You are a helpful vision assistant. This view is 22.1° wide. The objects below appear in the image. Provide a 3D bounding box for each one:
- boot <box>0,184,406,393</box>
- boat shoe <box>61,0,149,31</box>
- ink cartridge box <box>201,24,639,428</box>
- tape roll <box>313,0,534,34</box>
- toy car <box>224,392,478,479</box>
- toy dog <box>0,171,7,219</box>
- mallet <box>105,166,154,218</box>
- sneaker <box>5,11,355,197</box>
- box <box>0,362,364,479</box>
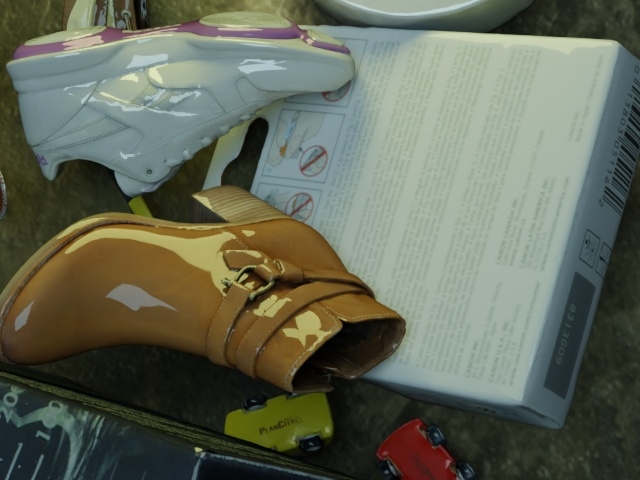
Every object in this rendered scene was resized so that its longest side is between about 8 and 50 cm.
[{"bbox_3d":[-0.094,0.068,1.289,0.220,0.283,0.109,38,133,36],"label":"boot"},{"bbox_3d":[-0.179,-0.265,1.519,0.095,0.095,0.258,4,94,8],"label":"boat shoe"},{"bbox_3d":[0.068,-0.025,1.411,0.385,0.091,0.308,8,76,38],"label":"ink cartridge box"},{"bbox_3d":[0.092,-0.320,1.469,0.286,0.100,0.286,-2,80,10],"label":"tape roll"},{"bbox_3d":[0.055,0.120,1.426,0.239,0.053,0.225,15,78,21],"label":"toy car"},{"bbox_3d":[-0.367,0.006,1.469,0.220,0.161,0.334,-20,78,6],"label":"toy dog"},{"bbox_3d":[-0.171,-0.025,1.490,0.062,0.039,0.190,-48,59,11],"label":"mallet"},{"bbox_3d":[-0.117,-0.120,1.445,0.305,0.114,0.152,-4,105,9],"label":"sneaker"},{"bbox_3d":[-0.212,0.352,1.228,0.471,0.297,0.480,11,82,45],"label":"box"}]
